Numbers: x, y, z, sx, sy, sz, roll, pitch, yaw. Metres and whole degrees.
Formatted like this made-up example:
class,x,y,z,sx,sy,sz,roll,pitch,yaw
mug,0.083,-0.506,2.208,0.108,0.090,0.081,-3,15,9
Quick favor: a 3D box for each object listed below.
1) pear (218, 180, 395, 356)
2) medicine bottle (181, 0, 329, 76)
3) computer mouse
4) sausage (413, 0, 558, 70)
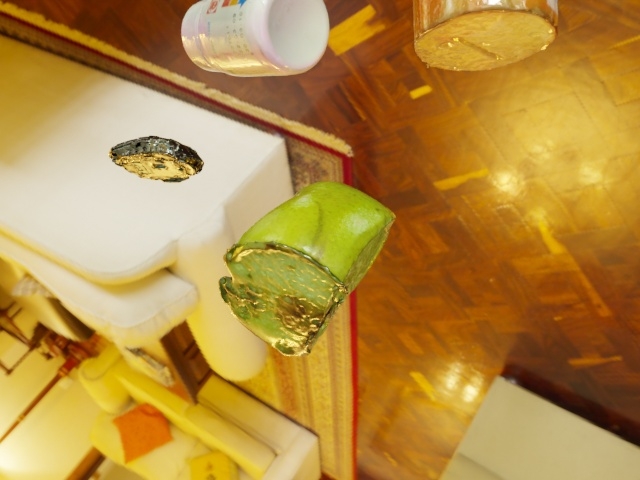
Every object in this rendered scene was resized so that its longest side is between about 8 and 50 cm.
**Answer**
class,x,y,z,sx,sy,sz,roll,pitch,yaw
pear,0.000,0.000,0.889,0.164,0.255,0.238,34,145,8
medicine bottle,-0.117,-0.350,1.070,0.255,0.152,0.152,14,144,49
computer mouse,-0.384,-0.198,1.506,0.242,0.077,0.146,3,155,12
sausage,0.261,-0.452,1.034,0.233,0.286,0.233,-1,174,0
